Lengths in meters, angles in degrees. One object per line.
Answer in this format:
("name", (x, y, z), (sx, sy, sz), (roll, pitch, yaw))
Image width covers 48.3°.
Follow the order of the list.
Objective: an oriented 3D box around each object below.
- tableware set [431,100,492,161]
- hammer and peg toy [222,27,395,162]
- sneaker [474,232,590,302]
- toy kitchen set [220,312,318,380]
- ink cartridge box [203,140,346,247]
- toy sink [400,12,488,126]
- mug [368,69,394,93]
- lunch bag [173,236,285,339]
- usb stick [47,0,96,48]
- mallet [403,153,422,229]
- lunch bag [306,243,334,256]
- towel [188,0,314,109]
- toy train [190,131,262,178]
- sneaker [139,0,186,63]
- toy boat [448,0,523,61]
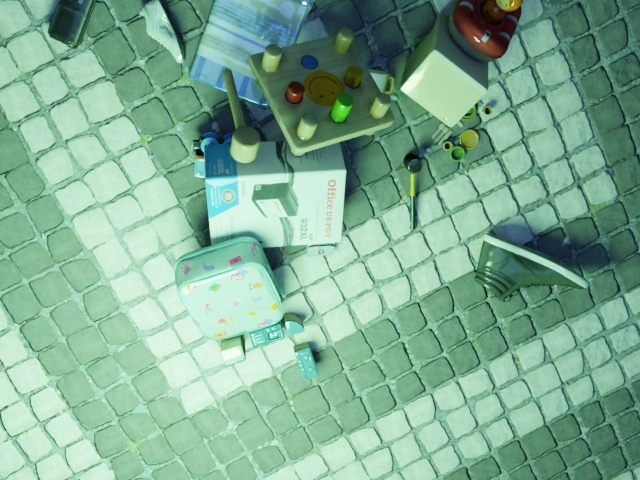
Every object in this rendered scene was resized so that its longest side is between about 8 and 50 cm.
("tableware set", (0.355, -0.273, 1.744), (0.104, 0.024, 0.154), (41, 95, -14))
("hammer and peg toy", (-0.045, -0.318, 1.545), (0.361, 0.127, 0.266), (-19, 72, -22))
("sneaker", (0.525, 0.099, 1.815), (0.295, 0.104, 0.147), (21, 102, -5))
("toy kitchen set", (-0.124, 0.294, 1.772), (0.207, 0.122, 0.166), (-17, 104, -2))
("ink cartridge box", (-0.103, -0.103, 1.630), (0.307, 0.129, 0.223), (-4, 133, -7))
("toy sink", (0.284, -0.392, 1.640), (0.153, 0.234, 0.131), (33, 127, -14))
("mug", (0.135, -0.364, 1.681), (0.078, 0.062, 0.064), (7, 110, -1))
("lunch bag", (-0.205, 0.116, 1.671), (0.224, 0.108, 0.279), (-20, 144, -2))
("usb stick", (-0.520, -0.561, 1.567), (0.077, 0.045, 0.278), (23, 100, -4))
("mallet", (0.225, -0.122, 1.764), (0.039, 0.062, 0.190), (-4, 118, -4))
("lunch bag", (0.000, 0.000, 1.754), (0.071, 0.053, 0.083), (-1, 113, -5))
("towel", (-0.159, -0.466, 1.636), (0.209, 0.034, 0.285), (22, 100, -10))
("toy train", (-0.211, -0.195, 1.674), (0.184, 0.080, 0.105), (3, 112, -9))
("sneaker", (-0.352, -0.466, 1.609), (0.061, 0.054, 0.152), (-24, 99, 9))
("toy boat", (0.389, -0.512, 1.586), (0.151, 0.151, 0.231), (33, 61, -13))
